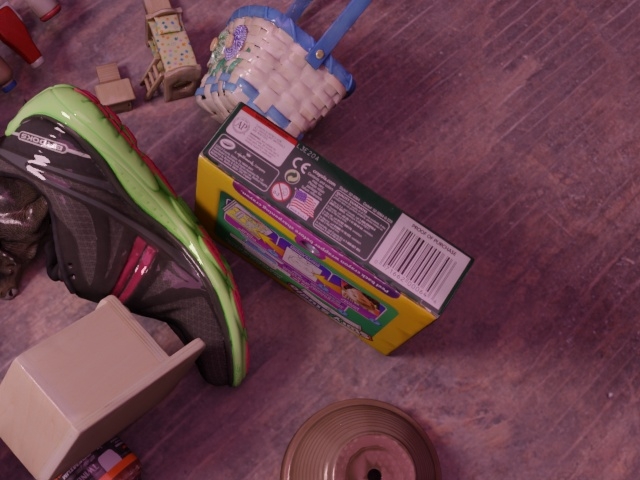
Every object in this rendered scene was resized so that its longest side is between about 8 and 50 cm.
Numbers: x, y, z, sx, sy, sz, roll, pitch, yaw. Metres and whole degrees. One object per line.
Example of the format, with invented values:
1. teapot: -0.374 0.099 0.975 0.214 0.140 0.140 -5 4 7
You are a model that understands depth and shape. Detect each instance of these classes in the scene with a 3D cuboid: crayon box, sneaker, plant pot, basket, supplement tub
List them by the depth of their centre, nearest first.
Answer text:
1. supplement tub: -0.315 0.300 1.315 0.198 0.106 0.106 45 71 6
2. sneaker: -0.265 0.017 1.342 0.202 0.185 0.483 -35 105 1
3. crayon box: 0.000 0.000 1.353 0.363 0.313 0.106 34 74 2
4. plant pot: 0.065 0.337 1.367 0.237 0.110 0.237 3 73 -9
5. basket: -0.041 -0.287 1.466 0.201 0.255 0.289 44 76 -22

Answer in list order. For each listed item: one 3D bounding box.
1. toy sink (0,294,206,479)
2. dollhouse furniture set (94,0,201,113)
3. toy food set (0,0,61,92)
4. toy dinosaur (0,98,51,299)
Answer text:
1. toy sink: -0.289 0.175 1.250 0.131 0.153 0.234 47 43 8
2. dollhouse furniture set: -0.290 -0.311 1.515 0.161 0.101 0.182 -17 76 -14
3. toy food set: -0.468 -0.305 1.489 0.104 0.111 0.232 53 57 -24
4. toy dinosaur: -0.438 -0.076 1.408 0.160 0.121 0.313 -3 77 -25
